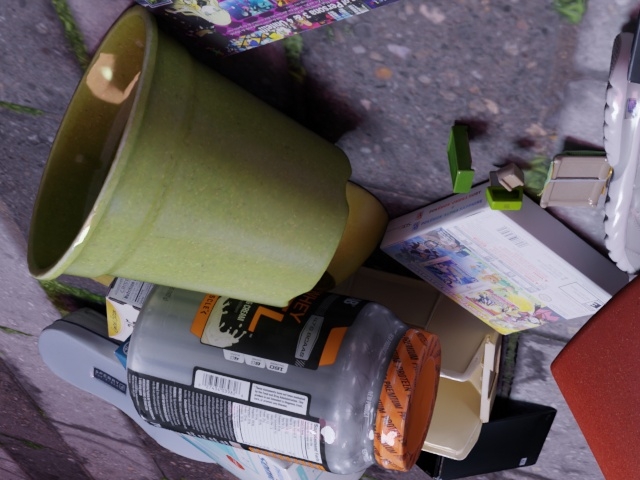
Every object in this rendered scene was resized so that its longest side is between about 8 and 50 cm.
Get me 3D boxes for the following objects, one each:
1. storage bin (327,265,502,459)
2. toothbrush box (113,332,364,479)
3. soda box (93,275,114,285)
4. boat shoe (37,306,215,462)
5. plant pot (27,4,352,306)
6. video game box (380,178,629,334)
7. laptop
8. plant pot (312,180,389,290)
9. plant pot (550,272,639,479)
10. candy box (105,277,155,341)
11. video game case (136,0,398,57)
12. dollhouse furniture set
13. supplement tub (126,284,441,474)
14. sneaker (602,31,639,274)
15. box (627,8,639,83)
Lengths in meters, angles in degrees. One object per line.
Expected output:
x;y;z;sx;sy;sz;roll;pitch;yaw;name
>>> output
0.096;0.160;1.418;0.260;0.123;0.262;13;150;15;storage bin
-0.097;0.221;1.417;0.295;0.126;0.216;28;155;26;toothbrush box
-0.280;-0.001;1.454;0.061;0.058;0.181;27;152;-12;soda box
-0.261;0.212;1.734;0.367;0.156;0.136;25;125;16;boat shoe
-0.118;-0.055;1.079;0.254;0.276;0.276;21;154;-26;plant pot
0.200;0.024;1.192;0.205;0.048;0.187;35;147;-24;video game box
0.196;0.261;1.645;0.264;0.136;0.234;39;158;22;laptop
0.000;0.000;1.230;0.134;0.095;0.134;16;151;9;plant pot
0.405;0.126;0.963;0.267;0.267;0.236;-5;138;-17;plant pot
-0.196;0.126;1.607;0.233;0.071;0.159;20;152;2;candy box
-0.075;-0.239;0.887;0.232;0.042;0.210;-8;150;42;video game case
0.201;-0.074;1.046;0.151;0.058;0.076;0;143;-2;dollhouse furniture set
-0.037;0.145;1.205;0.316;0.193;0.193;11;150;17;supplement tub
0.305;-0.055;0.923;0.115;0.105;0.281;6;149;21;sneaker
0.304;-0.201;0.671;0.184;0.103;0.261;10;151;13;box
